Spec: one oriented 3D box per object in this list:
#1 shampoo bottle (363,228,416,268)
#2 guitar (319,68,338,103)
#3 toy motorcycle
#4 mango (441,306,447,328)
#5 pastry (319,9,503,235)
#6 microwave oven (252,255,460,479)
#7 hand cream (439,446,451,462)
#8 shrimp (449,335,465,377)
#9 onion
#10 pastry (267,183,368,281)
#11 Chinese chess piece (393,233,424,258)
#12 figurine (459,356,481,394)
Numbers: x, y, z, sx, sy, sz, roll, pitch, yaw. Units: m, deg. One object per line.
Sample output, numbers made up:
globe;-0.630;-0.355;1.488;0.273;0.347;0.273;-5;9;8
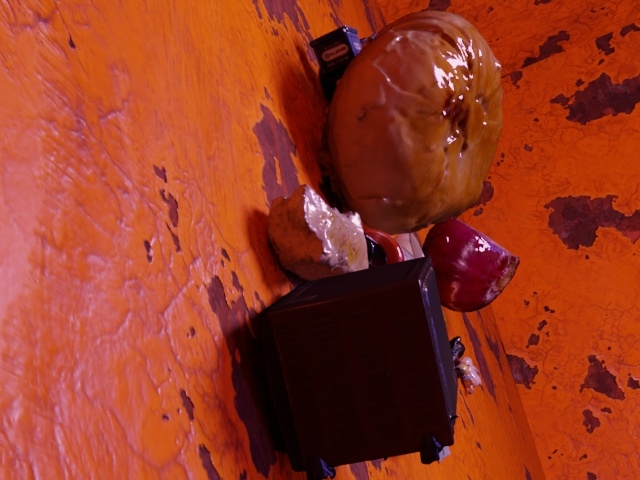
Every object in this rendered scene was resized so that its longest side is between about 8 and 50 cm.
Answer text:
shampoo bottle;0.091;0.044;1.391;0.278;0.104;0.104;33;39;-67
guitar;0.056;-0.266;1.865;0.088;0.025;0.233;-94;159;-47
toy motorcycle;0.101;-0.334;1.818;0.213;0.125;0.358;70;20;-1
mango;0.202;0.139;1.738;0.127;0.077;0.063;65;10;11
pastry;0.155;-0.204;1.549;0.409;0.245;0.410;-30;128;-47
microwave oven;0.045;0.128;0.949;0.247;0.188;0.178;-25;100;-80
hand cream;0.195;0.240;1.628;0.109;0.067;0.321;16;59;-72
shrimp;0.145;0.197;1.378;0.445;0.109;0.221;15;57;-64
onion;0.331;0.066;2.093;0.216;0.207;0.206;30;9;28
pastry;0.003;0.006;1.145;0.122;0.089;0.258;68;15;13
Chinese chess piece;0.190;0.043;1.888;0.122;0.051;0.122;-19;90;-75
figurine;0.355;0.325;2.129;0.083;0.047;0.050;65;24;2
